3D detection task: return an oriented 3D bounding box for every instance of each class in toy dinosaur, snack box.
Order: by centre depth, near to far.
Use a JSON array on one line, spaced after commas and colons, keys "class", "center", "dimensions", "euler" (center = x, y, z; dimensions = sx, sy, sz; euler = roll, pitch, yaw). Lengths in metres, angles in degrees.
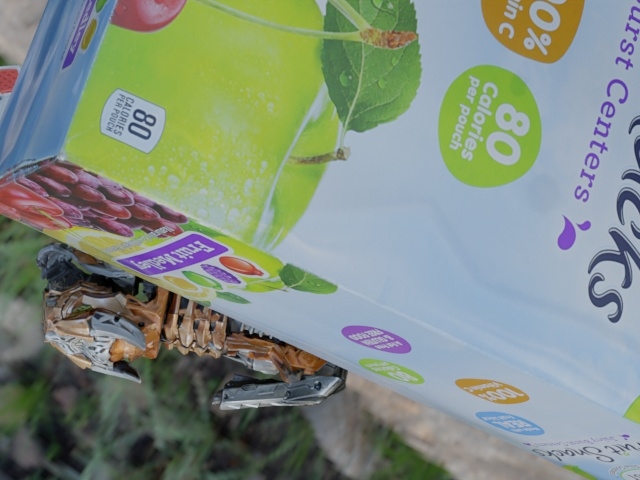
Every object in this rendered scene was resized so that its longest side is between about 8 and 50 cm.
[{"class": "snack box", "center": [0.045, -0.050, 0.481], "dimensions": [0.207, 0.174, 0.070], "euler": [25, 162, -23]}, {"class": "toy dinosaur", "center": [0.000, 0.000, 1.119], "dimensions": [0.322, 0.218, 0.164], "euler": [7, 142, -30]}]

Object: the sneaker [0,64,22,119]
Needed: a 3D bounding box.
[{"class": "sneaker", "center": [-0.153, -0.056, 0.938], "dimensions": [0.158, 0.065, 0.061], "euler": [1, 99, 13]}]
